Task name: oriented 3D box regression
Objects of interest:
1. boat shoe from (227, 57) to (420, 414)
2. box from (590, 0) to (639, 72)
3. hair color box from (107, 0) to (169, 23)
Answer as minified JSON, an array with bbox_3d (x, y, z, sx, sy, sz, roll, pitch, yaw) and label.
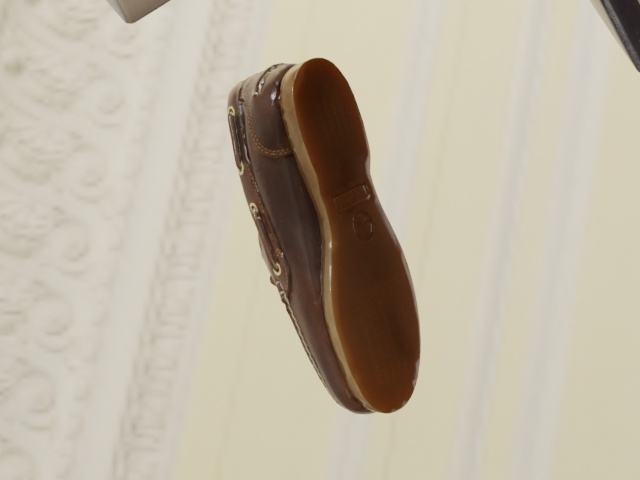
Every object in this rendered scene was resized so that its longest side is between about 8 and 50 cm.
[{"bbox_3d":[0.000,0.000,1.067,0.073,0.073,0.207,-13,-89,-47],"label":"boat shoe"},{"bbox_3d":[0.278,-0.333,1.344,0.296,0.294,0.182,58,-173,-20],"label":"box"},{"bbox_3d":[0.016,-0.283,0.844,0.374,0.113,0.185,-33,-39,-7],"label":"hair color box"}]
